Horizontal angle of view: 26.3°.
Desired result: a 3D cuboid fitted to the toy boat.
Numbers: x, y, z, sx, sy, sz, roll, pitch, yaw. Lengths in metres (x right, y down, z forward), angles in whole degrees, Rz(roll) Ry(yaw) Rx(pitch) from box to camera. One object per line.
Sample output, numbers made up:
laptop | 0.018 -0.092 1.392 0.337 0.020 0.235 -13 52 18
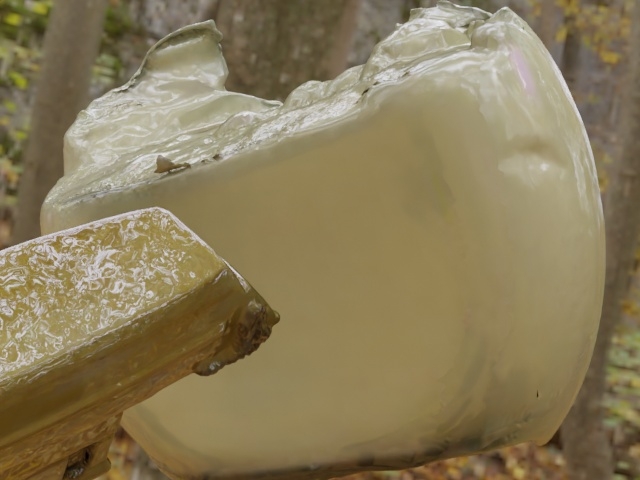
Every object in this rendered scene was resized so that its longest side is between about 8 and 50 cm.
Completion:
toy boat | -0.092 0.045 0.399 0.057 0.077 0.200 41 42 24

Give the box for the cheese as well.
cheese | 0.000 0.000 0.640 0.266 0.233 0.127 -13 6 22
